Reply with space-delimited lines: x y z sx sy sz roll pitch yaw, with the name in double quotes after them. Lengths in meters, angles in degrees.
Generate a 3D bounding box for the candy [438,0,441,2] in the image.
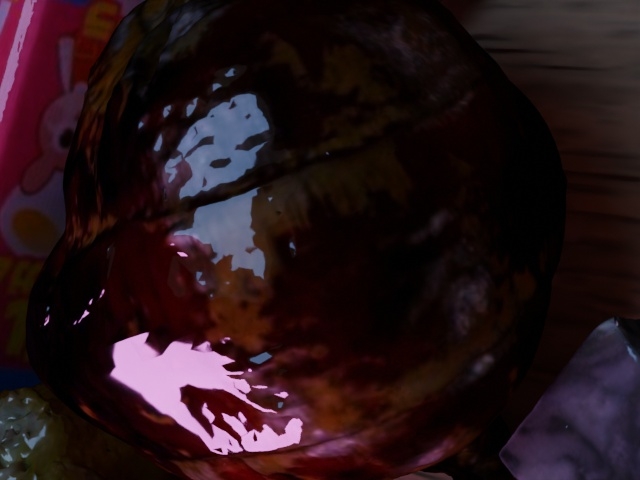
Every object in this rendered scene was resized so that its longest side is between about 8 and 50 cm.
0.053 -0.219 0.907 0.138 0.071 0.174 -40 56 34 "candy"

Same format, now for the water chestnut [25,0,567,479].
0.000 0.000 0.803 0.289 0.244 0.289 -170 90 -69 "water chestnut"

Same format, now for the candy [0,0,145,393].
-0.162 -0.037 1.033 0.100 0.157 0.306 25 102 45 "candy"

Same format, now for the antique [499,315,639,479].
0.172 0.126 0.719 0.088 0.086 0.183 -55 50 24 "antique"

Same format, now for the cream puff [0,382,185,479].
-0.190 0.187 0.953 0.155 0.269 0.241 45 126 40 "cream puff"
